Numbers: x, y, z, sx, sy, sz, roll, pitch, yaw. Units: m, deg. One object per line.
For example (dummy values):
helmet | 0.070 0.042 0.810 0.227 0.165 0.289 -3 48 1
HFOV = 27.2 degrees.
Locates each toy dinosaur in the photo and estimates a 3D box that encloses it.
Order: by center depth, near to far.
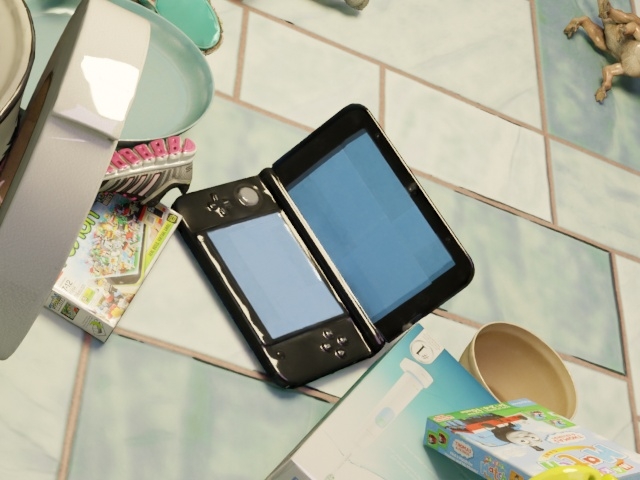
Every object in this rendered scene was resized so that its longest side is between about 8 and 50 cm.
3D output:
toy dinosaur | 0.567 -0.345 2.361 0.200 0.127 0.295 2 51 -32

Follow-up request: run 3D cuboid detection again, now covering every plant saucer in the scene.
plant saucer | -0.294 -0.219 1.698 0.317 0.043 0.317 16 39 -13

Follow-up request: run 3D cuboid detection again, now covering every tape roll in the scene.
tape roll | -0.286 -0.066 1.366 0.072 0.392 0.392 23 46 -16

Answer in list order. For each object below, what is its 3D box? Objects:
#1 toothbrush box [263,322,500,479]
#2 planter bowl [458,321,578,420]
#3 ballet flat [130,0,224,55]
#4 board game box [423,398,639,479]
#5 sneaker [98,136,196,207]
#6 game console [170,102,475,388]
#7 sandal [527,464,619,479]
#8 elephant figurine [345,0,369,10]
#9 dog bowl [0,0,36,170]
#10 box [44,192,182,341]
toothbrush box | 0.090 0.271 1.539 0.216 0.126 0.295 44 43 3
planter bowl | 0.235 0.201 1.702 0.162 0.109 0.162 21 41 -20
ballet flat | -0.225 -0.345 1.855 0.091 0.077 0.241 -42 84 -14
board game box | 0.243 0.237 1.461 0.160 0.039 0.211 -4 18 -37
sneaker | -0.228 -0.070 1.590 0.170 0.075 0.063 -15 31 -19
game console | 0.000 0.000 1.663 0.250 0.173 0.293 -18 67 -42
sandal | 0.329 0.314 1.281 0.317 0.126 0.138 10 51 -23
elephant figurine | -0.047 -0.459 2.038 0.169 0.186 0.239 14 14 38
dog bowl | -0.503 -0.153 1.384 0.408 0.150 0.408 4 48 -4
box | -0.256 0.015 1.575 0.114 0.036 0.207 33 44 -7
